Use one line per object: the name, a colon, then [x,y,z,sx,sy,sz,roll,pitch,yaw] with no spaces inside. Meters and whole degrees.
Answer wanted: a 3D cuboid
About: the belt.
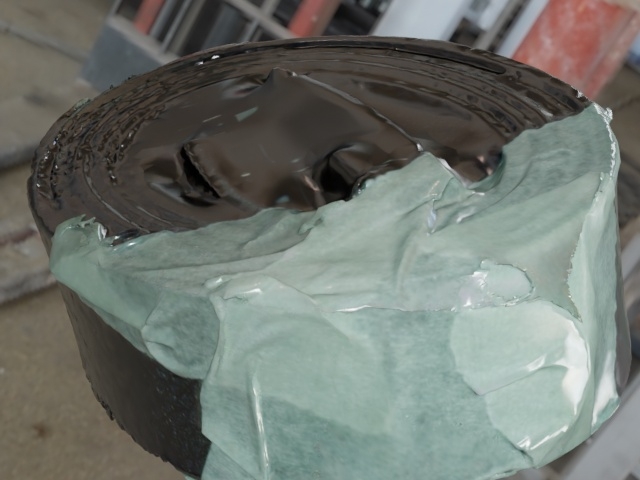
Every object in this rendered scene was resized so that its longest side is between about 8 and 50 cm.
belt: [0.000,0.000,0.392,0.151,0.078,0.198,-27,32,-28]
